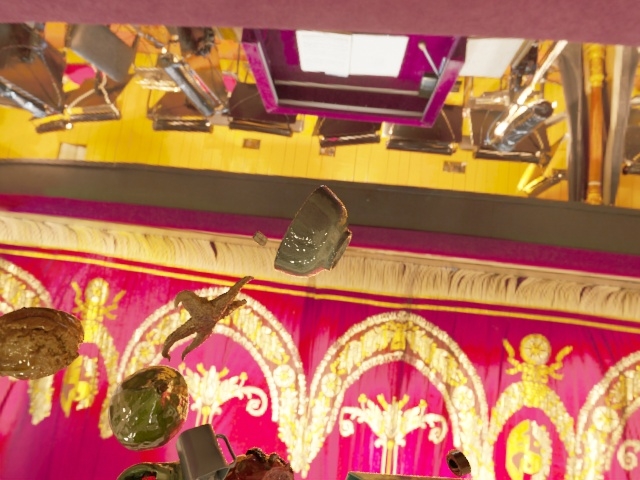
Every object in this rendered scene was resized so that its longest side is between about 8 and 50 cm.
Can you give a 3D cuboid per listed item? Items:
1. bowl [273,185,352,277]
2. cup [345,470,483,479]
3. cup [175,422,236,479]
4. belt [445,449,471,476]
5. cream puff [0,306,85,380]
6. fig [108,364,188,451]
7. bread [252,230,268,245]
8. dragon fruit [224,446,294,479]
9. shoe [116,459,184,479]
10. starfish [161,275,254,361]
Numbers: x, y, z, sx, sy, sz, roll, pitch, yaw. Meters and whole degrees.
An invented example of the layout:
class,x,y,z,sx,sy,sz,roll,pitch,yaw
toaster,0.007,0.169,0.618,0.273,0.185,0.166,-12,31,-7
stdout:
class,x,y,z,sx,sy,sz,roll,pitch,yaw
bowl,0.000,0.000,1.207,0.146,0.289,0.289,31,177,9
cup,0.154,0.403,0.577,0.235,0.148,0.134,13,135,-22
cup,-0.277,0.530,1.020,0.128,0.095,0.129,-4,-137,-36
belt,0.353,0.569,1.063,0.036,0.059,0.083,-13,161,-13
cream puff,-0.596,0.219,0.858,0.189,0.129,0.189,-11,140,-9
fig,-0.457,0.457,1.187,0.314,0.233,0.233,-38,153,22
bread,-0.242,-0.006,1.673,0.062,0.043,0.109,40,176,-6
dragon fruit,-0.155,0.683,1.141,0.147,0.211,0.282,-21,152,37
shoe,-0.425,0.663,1.102,0.262,0.140,0.128,-3,158,2
starfish,-0.303,0.211,1.153,0.302,0.299,0.060,-30,-123,-34
